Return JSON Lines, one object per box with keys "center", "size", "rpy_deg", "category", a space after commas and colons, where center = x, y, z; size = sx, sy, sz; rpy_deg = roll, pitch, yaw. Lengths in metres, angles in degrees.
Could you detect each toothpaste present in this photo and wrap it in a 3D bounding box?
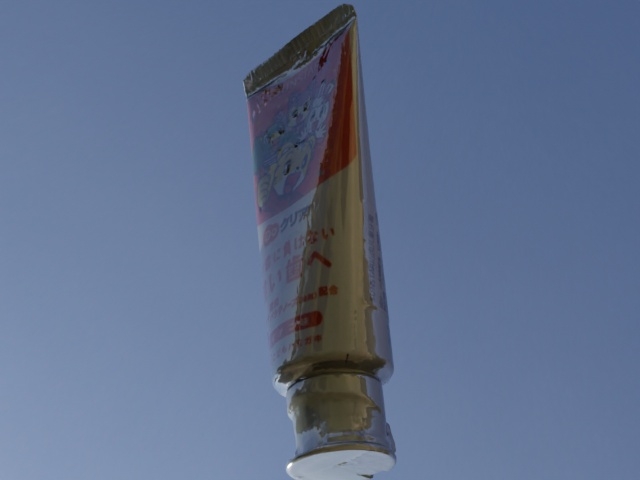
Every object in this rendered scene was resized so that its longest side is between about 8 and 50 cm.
{"center": [0.000, 0.000, 0.764], "size": [0.089, 0.057, 0.234], "rpy_deg": [-31, -127, 40], "category": "toothpaste"}
